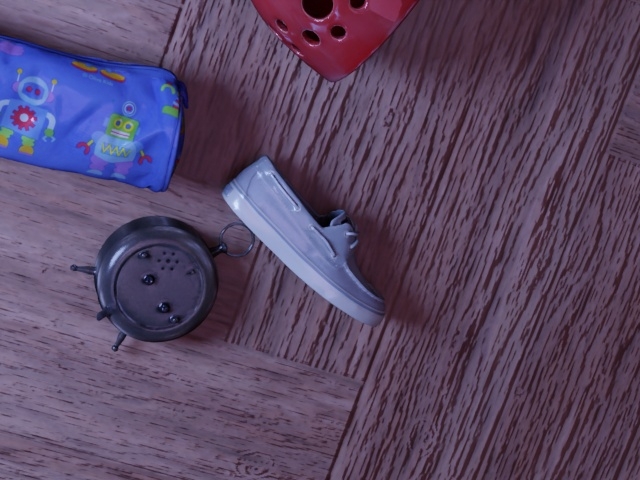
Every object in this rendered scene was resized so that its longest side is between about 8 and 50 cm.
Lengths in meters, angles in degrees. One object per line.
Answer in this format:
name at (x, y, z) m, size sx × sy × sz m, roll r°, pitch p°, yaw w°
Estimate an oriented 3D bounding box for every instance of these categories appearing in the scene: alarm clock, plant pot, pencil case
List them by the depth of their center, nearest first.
plant pot at (0.007, -0.281, 1.800) m, size 0.174 × 0.191 × 0.191 m, roll 38°, pitch 95°, yaw -16°
pencil case at (-0.281, -0.143, 1.813) m, size 0.306 × 0.119 × 0.133 m, roll 14°, pitch 118°, yaw -16°
alarm clock at (-0.156, 0.034, 1.920) m, size 0.192 × 0.064 × 0.129 m, roll -28°, pitch 108°, yaw -7°

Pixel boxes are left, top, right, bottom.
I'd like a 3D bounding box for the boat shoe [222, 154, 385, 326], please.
boat shoe at (0.000, -0.001, 1.931) m, size 0.227 × 0.079 × 0.081 m, roll 43°, pitch 97°, yaw -15°
